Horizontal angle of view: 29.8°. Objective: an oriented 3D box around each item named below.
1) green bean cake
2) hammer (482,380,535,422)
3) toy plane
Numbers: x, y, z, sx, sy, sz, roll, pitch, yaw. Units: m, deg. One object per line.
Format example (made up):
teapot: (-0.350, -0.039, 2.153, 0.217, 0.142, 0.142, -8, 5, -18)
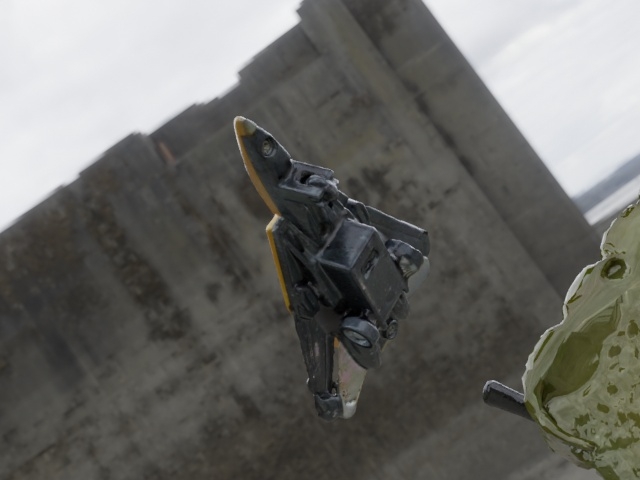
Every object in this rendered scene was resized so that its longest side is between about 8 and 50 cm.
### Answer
green bean cake: (0.250, 0.061, 0.607, 0.233, 0.236, 0.124, -54, -22, -7)
hammer: (0.260, 0.186, 1.080, 0.029, 0.246, 0.103, -37, -39, -57)
toy plane: (0.011, 0.003, 0.984, 0.204, 0.103, 0.316, -59, -29, -22)
